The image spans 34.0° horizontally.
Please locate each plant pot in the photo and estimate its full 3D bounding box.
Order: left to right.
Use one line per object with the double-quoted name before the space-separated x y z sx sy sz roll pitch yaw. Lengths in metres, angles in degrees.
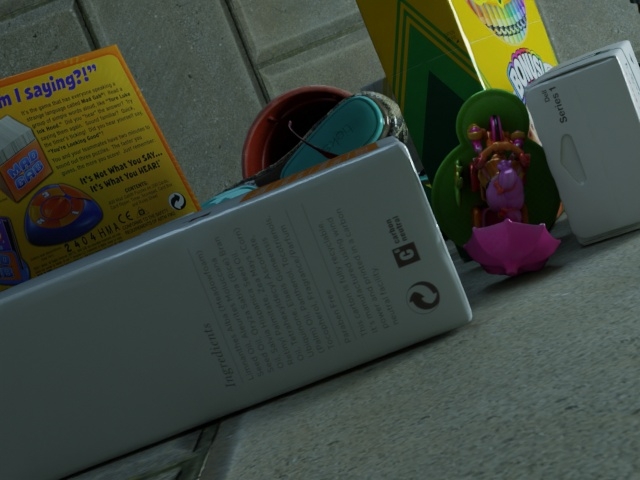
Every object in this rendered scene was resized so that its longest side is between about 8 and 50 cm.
"plant pot" 0.024 -0.142 1.942 0.272 0.272 0.265 -20 -2 15

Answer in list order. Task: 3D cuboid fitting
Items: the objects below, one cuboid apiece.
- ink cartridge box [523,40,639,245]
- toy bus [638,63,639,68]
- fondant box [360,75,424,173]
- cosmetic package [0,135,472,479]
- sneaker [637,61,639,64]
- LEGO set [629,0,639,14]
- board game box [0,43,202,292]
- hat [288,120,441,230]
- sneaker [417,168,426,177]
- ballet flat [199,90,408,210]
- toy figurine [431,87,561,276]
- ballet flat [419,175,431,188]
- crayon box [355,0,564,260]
"ink cartridge box" 0.281 -0.103 1.032 0.093 0.160 0.219 -19 7 22
"toy bus" 0.393 -0.178 1.559 0.130 0.108 0.333 -25 6 -28
"fondant box" 0.221 -0.238 2.095 0.096 0.238 0.330 -23 6 -22
"cosmetic package" -0.110 0.061 0.948 0.453 0.161 0.230 -22 6 4
"sneaker" 0.504 -0.232 1.853 0.275 0.107 0.110 -14 -11 21
"LEGO set" 0.660 -0.380 1.745 0.331 0.255 0.192 -30 24 -12
"board game box" -0.426 -0.016 1.557 0.356 0.356 0.356 -25 -4 -32
"hat" 0.056 -0.084 1.378 0.208 0.183 0.173 -21 20 32
"sneaker" 0.156 -0.061 1.646 0.098 0.083 0.224 5 -11 -38
"ballet flat" -0.047 -0.057 1.734 0.483 0.164 0.182 -37 -24 12
"toy figurine" 0.172 -0.039 0.964 0.130 0.173 0.159 -4 20 3
"ballet flat" 0.176 -0.066 1.483 0.231 0.077 0.077 -15 5 35
"crayon box" 0.202 -0.178 1.241 0.106 0.313 0.363 -19 7 27
